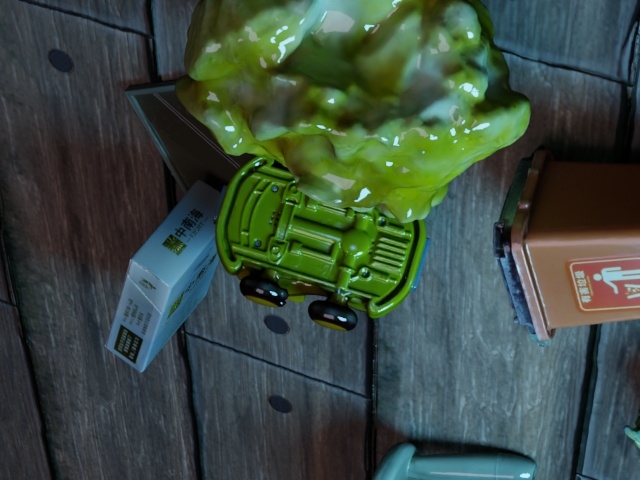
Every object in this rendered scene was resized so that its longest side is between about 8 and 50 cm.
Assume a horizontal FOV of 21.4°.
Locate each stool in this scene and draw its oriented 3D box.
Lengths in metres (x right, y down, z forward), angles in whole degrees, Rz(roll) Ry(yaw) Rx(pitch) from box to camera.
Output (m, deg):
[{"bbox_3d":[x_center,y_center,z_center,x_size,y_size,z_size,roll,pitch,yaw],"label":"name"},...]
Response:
[{"bbox_3d":[0.168,0.378,2.220,0.198,0.195,0.195,11,136,22],"label":"stool"}]

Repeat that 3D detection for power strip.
[{"bbox_3d":[0.262,0.093,2.001,0.027,0.017,0.083,14,137,21],"label":"power strip"}]

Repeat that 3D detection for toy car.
[{"bbox_3d":[0.000,0.000,1.971,0.247,0.200,0.142,20,169,3],"label":"toy car"}]

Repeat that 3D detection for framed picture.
[{"bbox_3d":[-0.115,-0.094,2.070,0.184,0.016,0.250,-4,127,37],"label":"framed picture"}]

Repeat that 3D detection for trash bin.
[{"bbox_3d":[0.314,-0.008,1.760,0.238,0.184,0.161,-4,129,23],"label":"trash bin"}]

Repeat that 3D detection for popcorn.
[{"bbox_3d":[0.029,-0.174,1.732,0.334,0.293,0.292,42,-176,-6],"label":"popcorn"}]

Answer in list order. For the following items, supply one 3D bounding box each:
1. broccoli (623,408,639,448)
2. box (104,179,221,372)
[{"bbox_3d":[0.509,0.271,1.868,0.334,0.272,0.324,38,-179,-15],"label":"broccoli"},{"bbox_3d":[-0.190,0.048,2.136,0.067,0.155,0.243,33,149,5],"label":"box"}]
